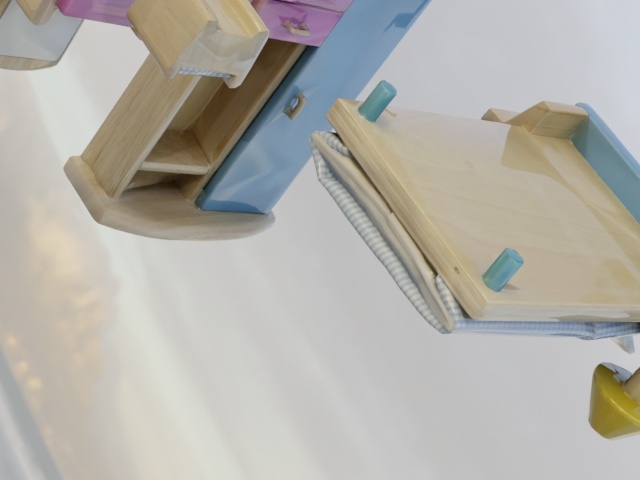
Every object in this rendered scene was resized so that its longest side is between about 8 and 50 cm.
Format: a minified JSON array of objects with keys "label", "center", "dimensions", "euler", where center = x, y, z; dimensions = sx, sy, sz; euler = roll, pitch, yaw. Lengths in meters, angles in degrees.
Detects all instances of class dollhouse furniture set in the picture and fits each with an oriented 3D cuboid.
[{"label":"dollhouse furniture set","center":[0.000,0.000,0.799],"dimensions":[0.198,0.286,0.303],"euler":[-53,-123,28]}]
